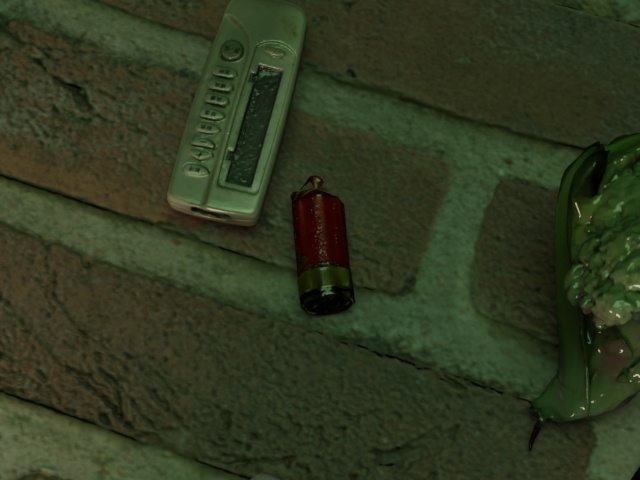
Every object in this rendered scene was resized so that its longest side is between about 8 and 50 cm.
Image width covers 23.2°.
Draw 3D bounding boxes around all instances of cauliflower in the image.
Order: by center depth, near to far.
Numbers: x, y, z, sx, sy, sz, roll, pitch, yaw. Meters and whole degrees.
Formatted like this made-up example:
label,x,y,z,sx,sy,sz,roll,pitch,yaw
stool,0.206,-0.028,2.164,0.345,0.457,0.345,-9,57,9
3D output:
label,x,y,z,sx,sy,sz,roll,pitch,yaw
cauliflower,0.271,0.052,1.336,0.239,0.315,0.256,7,27,-35

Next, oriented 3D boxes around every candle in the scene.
label,x,y,z,sx,sy,sz,roll,pitch,yaw
candle,0.000,0.000,1.416,0.052,0.052,0.130,-6,67,-4

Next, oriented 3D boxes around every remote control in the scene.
label,x,y,z,sx,sy,sz,roll,pitch,yaw
remote control,-0.074,-0.123,1.465,0.090,0.049,0.230,14,67,3

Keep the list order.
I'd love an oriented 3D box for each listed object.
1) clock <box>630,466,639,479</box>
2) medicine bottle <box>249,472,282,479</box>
label,x,y,z,sx,sy,sz,roll,pitch,yaw
clock,0.428,0.296,1.291,0.386,0.076,0.386,1,68,-1
medicine bottle,-0.058,0.343,1.163,0.241,0.252,0.252,-37,73,-15
